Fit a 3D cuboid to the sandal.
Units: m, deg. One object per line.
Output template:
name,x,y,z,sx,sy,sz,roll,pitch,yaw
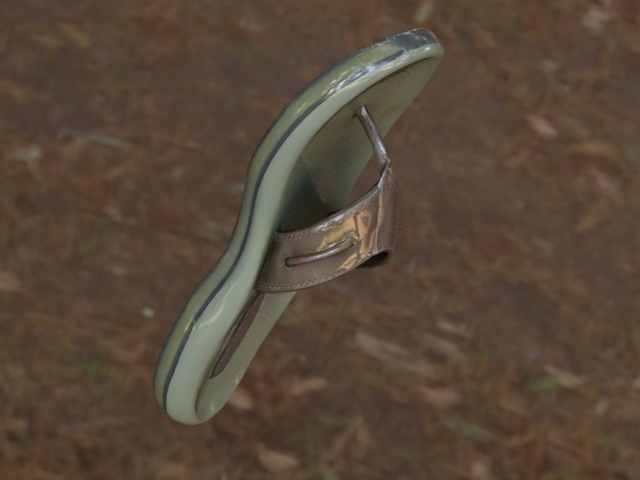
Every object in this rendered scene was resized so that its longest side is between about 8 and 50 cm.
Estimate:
sandal,0.000,0.001,1.096,0.086,0.302,0.120,39,29,19
